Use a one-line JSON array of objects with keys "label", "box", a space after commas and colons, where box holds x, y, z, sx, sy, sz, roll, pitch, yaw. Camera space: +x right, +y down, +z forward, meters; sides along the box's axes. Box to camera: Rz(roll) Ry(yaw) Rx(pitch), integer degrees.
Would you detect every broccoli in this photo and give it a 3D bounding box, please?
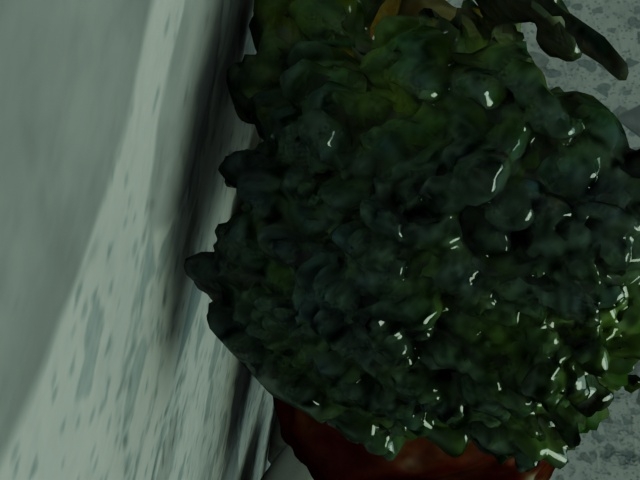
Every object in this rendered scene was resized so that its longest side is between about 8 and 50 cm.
[{"label": "broccoli", "box": [0.041, -0.025, 0.558, 0.177, 0.198, 0.275, -47, -175, 13]}]

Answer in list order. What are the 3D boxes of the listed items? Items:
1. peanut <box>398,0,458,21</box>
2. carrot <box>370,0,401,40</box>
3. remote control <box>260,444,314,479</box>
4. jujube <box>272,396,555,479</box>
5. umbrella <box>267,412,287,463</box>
[{"label": "peanut", "box": [0.072, -0.065, 1.035, 0.197, 0.110, 0.233, 55, -29, 27]}, {"label": "carrot", "box": [0.051, -0.213, 0.992, 0.078, 0.078, 0.298, 98, 7, -53]}, {"label": "remote control", "box": [-0.028, 0.304, 1.104, 0.221, 0.103, 0.332, -42, 144, -70]}, {"label": "jujube", "box": [0.071, 0.062, 0.871, 0.213, 0.212, 0.232, 99, -11, -48]}, {"label": "umbrella", "box": [0.000, 0.112, 1.289, 0.073, 0.067, 0.337, -47, 151, -60]}]
